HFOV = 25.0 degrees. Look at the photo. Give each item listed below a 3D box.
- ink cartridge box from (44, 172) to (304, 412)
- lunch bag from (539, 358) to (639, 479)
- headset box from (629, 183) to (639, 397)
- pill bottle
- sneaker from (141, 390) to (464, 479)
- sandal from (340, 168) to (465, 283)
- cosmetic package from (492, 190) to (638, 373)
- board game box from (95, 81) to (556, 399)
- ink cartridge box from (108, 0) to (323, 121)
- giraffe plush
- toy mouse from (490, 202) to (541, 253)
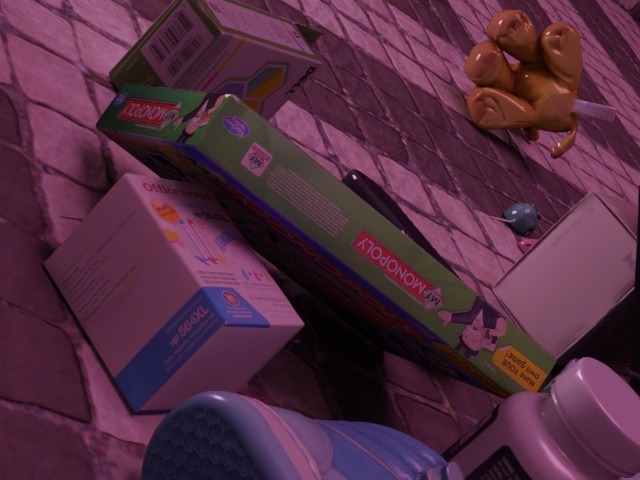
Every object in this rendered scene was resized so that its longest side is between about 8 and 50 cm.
[{"bbox_3d":[-0.099,0.027,0.928,0.143,0.090,0.092,54,23,23],"label":"ink cartridge box"},{"bbox_3d":[0.295,0.246,1.218,0.303,0.115,0.243,39,17,-17],"label":"lunch bag"},{"bbox_3d":[0.413,0.053,1.408,0.131,0.283,0.246,9,15,36],"label":"headset box"},{"bbox_3d":[0.141,0.167,0.986,0.108,0.180,0.108,37,23,-19],"label":"pill bottle"},{"bbox_3d":[0.052,0.218,0.814,0.208,0.127,0.319,11,41,-53],"label":"sneaker"},{"bbox_3d":[0.083,0.030,1.319,0.097,0.054,0.254,35,13,-41],"label":"sandal"},{"bbox_3d":[0.340,0.056,1.574,0.309,0.160,0.113,14,36,-54],"label":"cosmetic package"},{"bbox_3d":[0.000,0.000,1.049,0.317,0.046,0.213,39,-9,-25],"label":"board game box"},{"bbox_3d":[-0.073,-0.145,1.258,0.062,0.109,0.209,55,23,22],"label":"ink cartridge box"},{"bbox_3d":[0.287,-0.213,1.988,0.210,0.181,0.170,30,2,-9],"label":"giraffe plush"},{"bbox_3d":[0.259,-0.003,1.703,0.143,0.031,0.161,34,24,-26],"label":"toy mouse"}]
